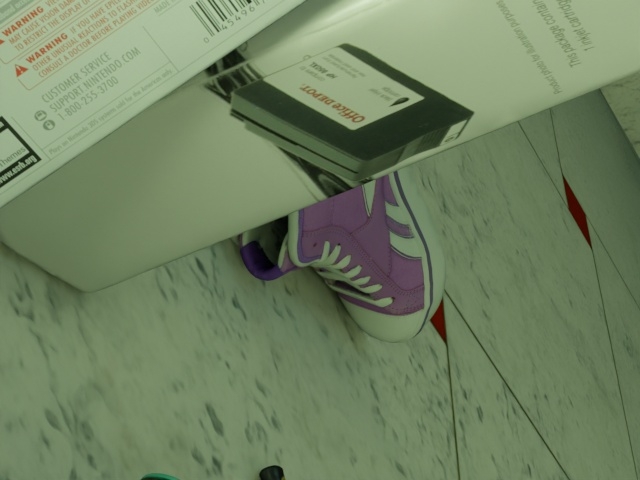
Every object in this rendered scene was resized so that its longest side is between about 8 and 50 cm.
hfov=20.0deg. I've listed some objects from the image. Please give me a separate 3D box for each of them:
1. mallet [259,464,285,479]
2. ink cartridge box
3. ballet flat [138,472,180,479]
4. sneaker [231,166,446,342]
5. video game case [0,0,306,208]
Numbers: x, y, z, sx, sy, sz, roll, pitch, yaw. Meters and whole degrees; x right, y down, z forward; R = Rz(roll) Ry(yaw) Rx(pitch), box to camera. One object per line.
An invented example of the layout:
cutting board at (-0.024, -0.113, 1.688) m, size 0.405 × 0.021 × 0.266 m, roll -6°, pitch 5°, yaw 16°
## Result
mallet at (-0.004, 0.221, 1.069) m, size 0.189 × 0.039 × 0.062 m, roll 68°, pitch 13°, yaw 16°
ink cartridge box at (-0.016, -0.183, 0.934) m, size 0.166 × 0.395 × 0.285 m, roll 42°, pitch 30°, yaw -59°
ballet flat at (-0.056, 0.200, 0.910) m, size 0.188 × 0.070 × 0.070 m, roll 56°, pitch 20°, yaw -27°
sneaker at (-0.001, 0.000, 1.292) m, size 0.161 × 0.102 × 0.282 m, roll -52°, pitch 141°, yaw -34°
video game case at (-0.139, -0.144, 0.721) m, size 0.244 × 0.269 × 0.061 m, roll 52°, pitch 7°, yaw -41°
